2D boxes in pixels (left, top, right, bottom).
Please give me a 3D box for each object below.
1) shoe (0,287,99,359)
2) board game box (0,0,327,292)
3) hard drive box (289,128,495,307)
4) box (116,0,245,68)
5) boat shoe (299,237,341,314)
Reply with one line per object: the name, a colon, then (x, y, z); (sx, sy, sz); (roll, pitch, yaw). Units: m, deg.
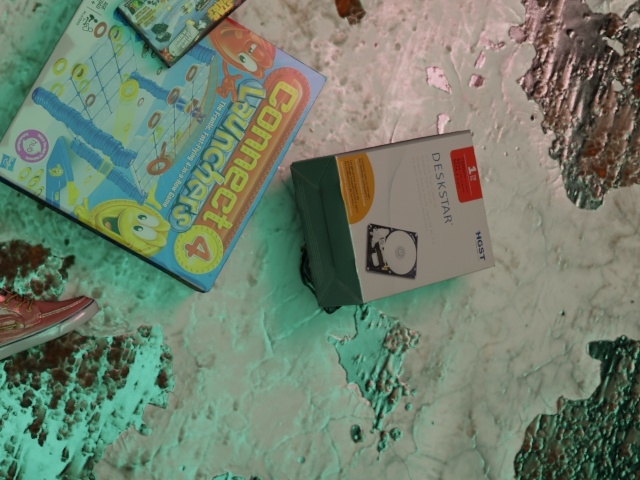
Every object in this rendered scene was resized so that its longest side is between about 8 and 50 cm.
shoe: (-0.358, 0.086, 1.687); (0.178, 0.063, 0.081); (-23, 101, -9)
board game box: (-0.198, -0.141, 1.715); (0.302, 0.086, 0.308); (30, 83, -12)
hard drive box: (0.092, -0.030, 1.743); (0.232, 0.089, 0.181); (-15, 95, -40)
box: (-0.158, -0.282, 1.665); (0.137, 0.027, 0.094); (-43, 98, -10)
boat shoe: (0.000, 0.000, 1.776); (0.083, 0.065, 0.183); (-32, 99, -13)
